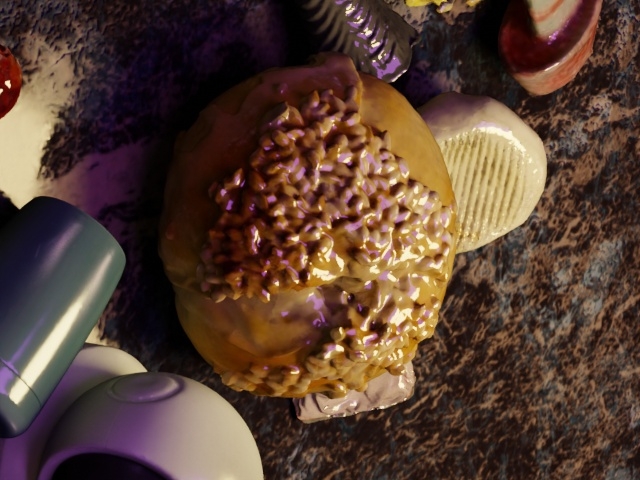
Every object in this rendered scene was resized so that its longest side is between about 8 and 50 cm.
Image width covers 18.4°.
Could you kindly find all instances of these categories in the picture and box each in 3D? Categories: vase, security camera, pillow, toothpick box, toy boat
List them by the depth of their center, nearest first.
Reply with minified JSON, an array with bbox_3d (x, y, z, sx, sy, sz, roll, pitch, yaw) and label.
[{"bbox_3d":[-0.242,0.057,1.596,0.184,0.120,0.120,-55,135,-24],"label":"toothpick box"},{"bbox_3d":[-0.153,0.196,1.647,0.194,0.236,0.195,-20,118,-45],"label":"security camera"},{"bbox_3d":[-0.004,-0.252,1.784,0.115,0.115,0.237,-50,130,-26],"label":"vase"},{"bbox_3d":[0.035,0.062,1.919,0.135,0.049,0.248,-8,111,-18],"label":"pillow"},{"bbox_3d":[0.221,-0.282,1.968,0.206,0.096,0.282,-65,154,-16],"label":"toy boat"}]

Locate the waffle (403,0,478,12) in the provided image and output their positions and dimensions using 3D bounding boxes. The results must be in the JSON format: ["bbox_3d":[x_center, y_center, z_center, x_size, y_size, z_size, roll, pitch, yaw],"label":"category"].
[{"bbox_3d":[0.132,-0.361,1.930,0.280,0.060,0.262,-22,115,-43],"label":"waffle"}]

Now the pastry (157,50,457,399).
[{"bbox_3d":[0.000,0.000,1.753,0.284,0.184,0.316,-13,112,-22],"label":"pastry"}]

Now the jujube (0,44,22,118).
[{"bbox_3d":[-0.293,-0.124,1.523,0.129,0.077,0.077,-2,102,-42],"label":"jujube"}]

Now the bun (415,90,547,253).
[{"bbox_3d":[0.133,-0.075,1.979,0.183,0.102,0.183,-10,129,-12],"label":"bun"}]
